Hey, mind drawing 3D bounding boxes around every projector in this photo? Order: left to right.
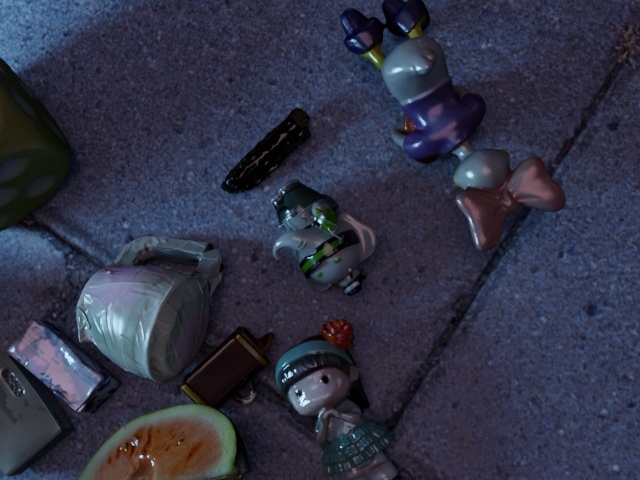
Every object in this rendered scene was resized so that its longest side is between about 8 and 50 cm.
[{"bbox_3d":[-0.470,0.270,1.382,0.115,0.061,0.147,-40,76,-1],"label":"projector"}]

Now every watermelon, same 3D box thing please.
[{"bbox_3d":[-0.217,0.343,1.300,0.303,0.128,0.159,-19,33,18],"label":"watermelon"}]

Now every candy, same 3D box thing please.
[{"bbox_3d":[-0.393,0.191,1.370,0.160,0.092,0.073,37,85,12],"label":"candy"}]

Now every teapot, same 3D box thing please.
[{"bbox_3d":[-0.262,0.084,1.336,0.178,0.163,0.222,17,83,19],"label":"teapot"}]

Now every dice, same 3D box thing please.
[{"bbox_3d":[-0.549,-0.159,1.386,0.226,0.233,0.238,-40,77,-1],"label":"dice"}]

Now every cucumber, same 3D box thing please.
[{"bbox_3d":[-0.084,-0.137,1.407,0.181,0.053,0.053,-41,76,2],"label":"cucumber"}]

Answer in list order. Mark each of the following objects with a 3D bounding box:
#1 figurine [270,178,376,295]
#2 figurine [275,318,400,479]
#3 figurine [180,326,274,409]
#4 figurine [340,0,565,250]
[{"bbox_3d":[0.000,0.000,1.337,0.192,0.126,0.147,51,125,7],"label":"figurine"},{"bbox_3d":[0.034,0.245,1.291,0.137,0.110,0.246,-29,82,1],"label":"figurine"},{"bbox_3d":[-0.125,0.196,1.341,0.154,0.082,0.098,-41,90,-1],"label":"figurine"},{"bbox_3d":[0.182,-0.188,1.303,0.154,0.193,0.421,-30,81,-1],"label":"figurine"}]
